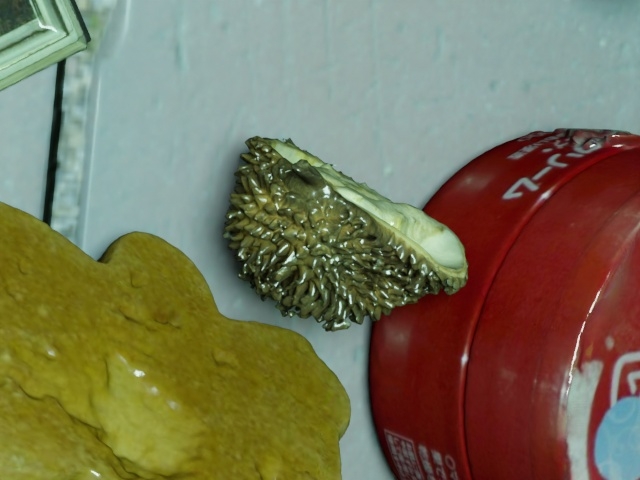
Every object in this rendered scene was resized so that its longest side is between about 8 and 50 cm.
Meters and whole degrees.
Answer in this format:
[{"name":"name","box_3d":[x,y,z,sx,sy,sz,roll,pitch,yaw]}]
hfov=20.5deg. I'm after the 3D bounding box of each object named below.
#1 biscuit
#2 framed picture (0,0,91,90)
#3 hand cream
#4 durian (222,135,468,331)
[{"name":"biscuit","box_3d":[-0.092,0.058,0.697,0.249,0.184,0.035,24,126,-26]},{"name":"framed picture","box_3d":[-0.223,-0.107,0.656,0.252,0.014,0.197,-32,114,-25]},{"name":"hand cream","box_3d":[0.146,0.061,0.853,0.230,0.149,0.230,-5,99,-34]},{"name":"durian","box_3d":[0.001,0.002,0.763,0.071,0.110,0.140,-60,157,0]}]
